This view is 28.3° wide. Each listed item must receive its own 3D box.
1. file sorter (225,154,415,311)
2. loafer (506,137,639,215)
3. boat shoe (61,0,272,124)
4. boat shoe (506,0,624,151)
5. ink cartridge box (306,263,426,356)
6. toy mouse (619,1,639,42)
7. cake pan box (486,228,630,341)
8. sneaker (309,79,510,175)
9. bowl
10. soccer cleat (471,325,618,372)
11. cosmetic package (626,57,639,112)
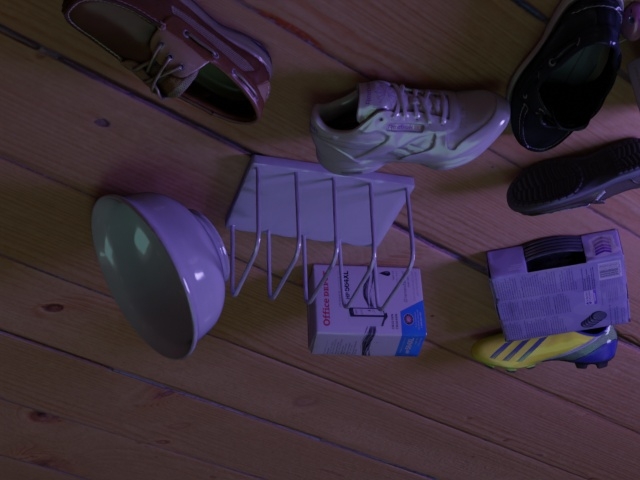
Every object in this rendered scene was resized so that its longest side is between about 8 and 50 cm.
[{"bbox_3d":[0.000,0.000,2.092,0.278,0.173,0.193,7,146,-16],"label":"file sorter"},{"bbox_3d":[0.430,-0.086,2.069,0.251,0.094,0.087,-15,141,17],"label":"loafer"},{"bbox_3d":[-0.197,-0.255,1.734,0.324,0.119,0.122,21,139,-32],"label":"boat shoe"},{"bbox_3d":[0.361,-0.217,1.847,0.127,0.113,0.340,6,146,-14],"label":"boat shoe"},{"bbox_3d":[0.081,0.128,2.312,0.203,0.148,0.086,2,147,-9],"label":"ink cartridge box"},{"bbox_3d":[0.477,-0.315,1.784,0.161,0.031,0.143,-16,144,19],"label":"toy mouse"},{"bbox_3d":[0.444,0.088,2.360,0.246,0.070,0.267,-12,146,10],"label":"cake pan box"},{"bbox_3d":[0.129,-0.176,1.888,0.305,0.114,0.152,-10,147,10],"label":"sneaker"},{"bbox_3d":[-0.243,0.037,2.087,0.134,0.298,0.298,-28,158,-29],"label":"bowl"},{"bbox_3d":[0.444,0.193,2.525,0.289,0.093,0.121,-2,116,6],"label":"soccer cleat"},{"bbox_3d":[0.561,-0.194,1.837,0.151,0.151,0.184,-23,154,28],"label":"cosmetic package"}]
